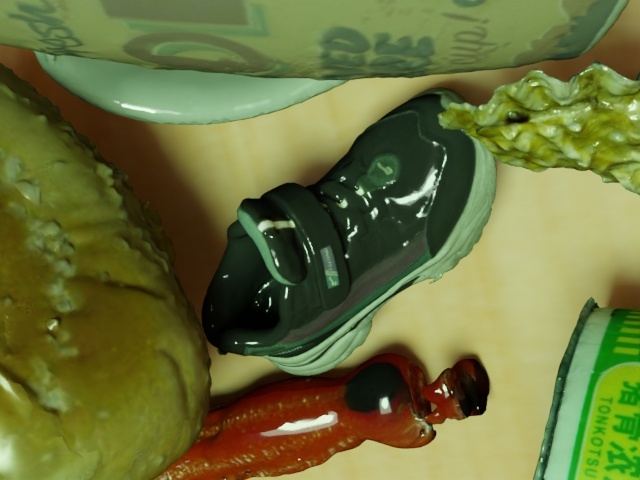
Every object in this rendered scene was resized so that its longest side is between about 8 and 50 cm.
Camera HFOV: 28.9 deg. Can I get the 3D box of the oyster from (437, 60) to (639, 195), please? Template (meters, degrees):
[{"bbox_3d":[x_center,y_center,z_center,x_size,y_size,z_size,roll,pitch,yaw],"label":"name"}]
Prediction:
[{"bbox_3d":[0.113,-0.045,0.503,0.121,0.146,0.045,14,90,20],"label":"oyster"}]

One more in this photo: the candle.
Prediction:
[{"bbox_3d":[-0.073,0.112,0.652,0.329,0.048,0.051,-19,113,22],"label":"candle"}]

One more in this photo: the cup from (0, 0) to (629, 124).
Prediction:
[{"bbox_3d":[-0.020,-0.134,0.466,0.257,0.227,0.301,16,146,-5],"label":"cup"}]

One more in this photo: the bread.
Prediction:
[{"bbox_3d":[-0.161,0.023,0.562,0.246,0.176,0.195,51,138,0],"label":"bread"}]

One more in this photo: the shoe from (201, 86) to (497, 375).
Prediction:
[{"bbox_3d":[0.000,0.000,0.550,0.169,0.099,0.071,-48,62,28],"label":"shoe"}]

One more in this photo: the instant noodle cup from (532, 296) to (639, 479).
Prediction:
[{"bbox_3d":[0.212,0.120,0.506,0.232,0.207,0.207,9,114,20],"label":"instant noodle cup"}]
